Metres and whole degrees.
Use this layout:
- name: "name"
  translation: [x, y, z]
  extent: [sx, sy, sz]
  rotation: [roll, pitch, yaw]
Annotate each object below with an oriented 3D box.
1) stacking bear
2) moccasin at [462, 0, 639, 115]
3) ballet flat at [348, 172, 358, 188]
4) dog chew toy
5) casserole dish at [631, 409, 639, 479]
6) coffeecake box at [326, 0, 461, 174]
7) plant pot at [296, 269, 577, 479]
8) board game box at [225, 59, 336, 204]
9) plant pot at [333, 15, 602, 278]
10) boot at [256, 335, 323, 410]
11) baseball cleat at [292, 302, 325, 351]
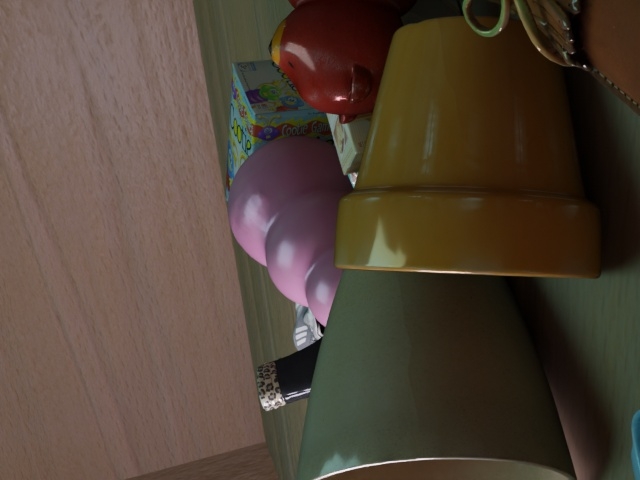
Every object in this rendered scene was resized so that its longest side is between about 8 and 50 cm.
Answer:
- name: "stacking bear"
  translation: [0.025, -0.251, 0.841]
  extent: [0.175, 0.164, 0.289]
  rotation: [158, 116, -78]
- name: "moccasin"
  translation: [0.131, -0.199, 0.595]
  extent: [0.139, 0.146, 0.380]
  rotation: [91, 162, -51]
- name: "ballet flat"
  translation: [0.089, -0.048, 1.202]
  extent: [0.077, 0.091, 0.241]
  rotation: [3, 113, 47]
- name: "dog chew toy"
  translation: [0.000, 0.000, 1.369]
  extent: [0.207, 0.206, 0.332]
  rotation: [88, 157, -45]
- name: "casserole dish"
  translation: [0.266, 0.166, 0.631]
  extent: [0.188, 0.037, 0.114]
  rotation: [165, 93, -78]
- name: "coffeecake box"
  translation: [0.070, -0.173, 0.939]
  extent: [0.068, 0.142, 0.186]
  rotation: [122, 134, -73]
- name: "plant pot"
  translation: [0.103, 0.115, 0.944]
  extent: [0.256, 0.256, 0.274]
  rotation: [98, 173, -61]
- name: "board game box"
  translation: [-0.067, -0.139, 1.563]
  extent: [0.144, 0.142, 0.275]
  rotation: [-114, 24, -43]
- name: "plant pot"
  translation: [0.116, -0.067, 0.756]
  extent: [0.205, 0.205, 0.188]
  rotation: [172, 100, -79]
- name: "boot"
  translation: [-0.017, 0.193, 1.624]
  extent: [0.236, 0.178, 0.085]
  rotation: [-97, -10, -67]
- name: "baseball cleat"
  translation: [-0.013, 0.184, 1.941]
  extent: [0.109, 0.072, 0.206]
  rotation: [-125, 20, -47]
